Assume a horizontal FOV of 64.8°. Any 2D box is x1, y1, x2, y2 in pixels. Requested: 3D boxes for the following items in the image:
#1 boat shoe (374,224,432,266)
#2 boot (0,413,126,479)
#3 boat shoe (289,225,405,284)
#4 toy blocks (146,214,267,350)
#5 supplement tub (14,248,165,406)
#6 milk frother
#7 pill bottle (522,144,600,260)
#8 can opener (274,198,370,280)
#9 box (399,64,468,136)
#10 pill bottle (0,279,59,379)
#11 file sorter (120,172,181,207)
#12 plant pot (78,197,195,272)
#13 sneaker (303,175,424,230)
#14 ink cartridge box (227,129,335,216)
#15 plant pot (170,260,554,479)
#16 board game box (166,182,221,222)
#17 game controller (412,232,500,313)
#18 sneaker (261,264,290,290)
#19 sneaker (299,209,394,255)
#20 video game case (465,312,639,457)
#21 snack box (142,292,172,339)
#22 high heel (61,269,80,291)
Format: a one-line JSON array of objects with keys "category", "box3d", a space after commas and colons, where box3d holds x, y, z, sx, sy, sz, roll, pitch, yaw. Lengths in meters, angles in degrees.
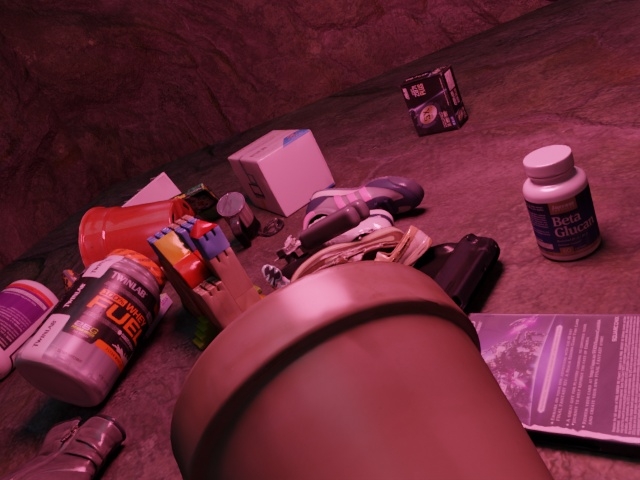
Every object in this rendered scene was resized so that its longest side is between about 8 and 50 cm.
[{"category": "boat shoe", "box3d": [0.127, 0.041, 0.927, 0.170, 0.059, 0.063, -45, -1, 8]}, {"category": "boot", "box3d": [-0.505, 0.412, 0.841, 0.338, 0.118, 0.222, -10, 24, 11]}, {"category": "boat shoe", "box3d": [0.064, 0.053, 0.988, 0.257, 0.095, 0.095, -28, 30, -5]}, {"category": "toy blocks", "box3d": [-0.256, 0.066, 1.076, 0.191, 0.261, 0.381, -37, 26, -23]}, {"category": "supplement tub", "box3d": [-0.482, 0.180, 1.104, 0.194, 0.193, 0.316, -11, 39, 31]}, {"category": "milk frother", "box3d": [-0.196, -0.067, 1.437, 0.143, 0.134, 0.129, -31, 55, -4]}, {"category": "pill bottle", "box3d": [0.377, -0.060, 0.798, 0.094, 0.169, 0.094, -22, 24, 11]}, {"category": "can opener", "box3d": [0.000, 0.000, 1.077, 0.280, 0.093, 0.074, -33, 4, 44]}, {"category": "box", "box3d": [0.350, -0.428, 1.556, 0.147, 0.180, 0.077, -2, 34, 43]}, {"category": "pill bottle", "box3d": [-0.905, 0.267, 1.425, 0.181, 0.181, 0.323, -16, 26, 23]}, {"category": "file sorter", "box3d": [-0.618, -0.072, 1.779, 0.277, 0.193, 0.173, -48, 26, -25]}, {"category": "plant pot", "box3d": [-0.516, 0.002, 1.506, 0.265, 0.272, 0.272, -13, 26, 10]}, {"category": "sneaker", "box3d": [0.094, -0.063, 1.204, 0.319, 0.112, 0.131, -9, 46, 40]}, {"category": "ink cartridge box", "box3d": [-0.130, -0.223, 1.610, 0.198, 0.197, 0.270, -35, 25, -18]}, {"category": "plant pot", "box3d": [0.062, 0.224, 0.432, 0.323, 0.323, 0.280, -30, 40, -8]}, {"category": "board game box", "box3d": [-0.404, -0.112, 1.686, 0.136, 0.030, 0.259, -27, -15, 1]}, {"category": "game controller", "box3d": [0.173, 0.099, 0.826, 0.319, 0.067, 0.166, -44, 10, -36]}, {"category": "sneaker", "box3d": [-0.100, 0.085, 1.087, 0.038, 0.098, 0.069, -52, 26, -17]}, {"category": "sneaker", "box3d": [0.049, -0.001, 1.128, 0.235, 0.090, 0.095, -16, 36, 28]}, {"category": "video game case", "box3d": [0.283, 0.162, 0.625, 0.274, 0.026, 0.196, -7, 30, 39]}, {"category": "snack box", "box3d": [-0.452, 0.199, 1.280, 0.100, 0.037, 0.141, -15, 28, 23]}, {"category": "high heel", "box3d": [-0.693, 0.140, 1.459, 0.093, 0.186, 0.261, -40, 27, -25]}]
